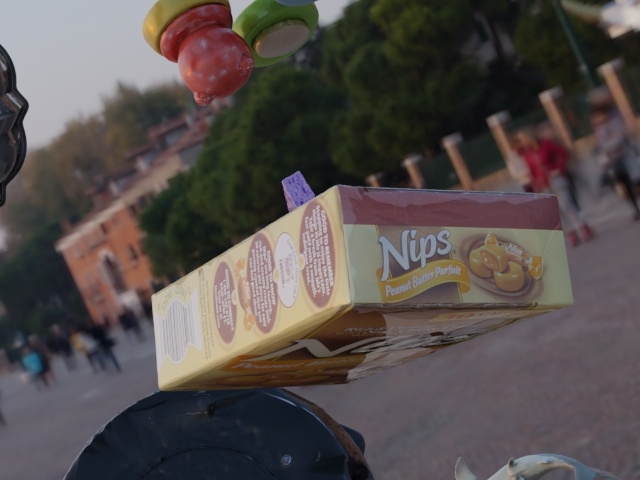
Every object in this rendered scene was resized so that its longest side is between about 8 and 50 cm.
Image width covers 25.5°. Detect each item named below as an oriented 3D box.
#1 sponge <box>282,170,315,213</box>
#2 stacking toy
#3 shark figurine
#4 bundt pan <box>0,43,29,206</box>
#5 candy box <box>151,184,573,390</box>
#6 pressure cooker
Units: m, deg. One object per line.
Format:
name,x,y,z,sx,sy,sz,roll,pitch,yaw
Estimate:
sponge,0.000,0.000,1.844,0.031,0.117,0.210,-32,-20,-6
stacking toy,-0.037,-0.293,1.811,0.309,0.130,0.279,-42,-25,22
shark figurine,0.315,0.371,2.111,0.278,0.166,0.116,-37,-39,27
bundt pan,-0.497,-0.127,1.621,0.330,0.331,0.124,-25,17,-10
candy box,0.017,0.044,1.059,0.182,0.088,0.316,1,-15,-30
pressure cooker,-0.080,0.385,1.571,0.369,0.376,0.420,-26,-28,0
